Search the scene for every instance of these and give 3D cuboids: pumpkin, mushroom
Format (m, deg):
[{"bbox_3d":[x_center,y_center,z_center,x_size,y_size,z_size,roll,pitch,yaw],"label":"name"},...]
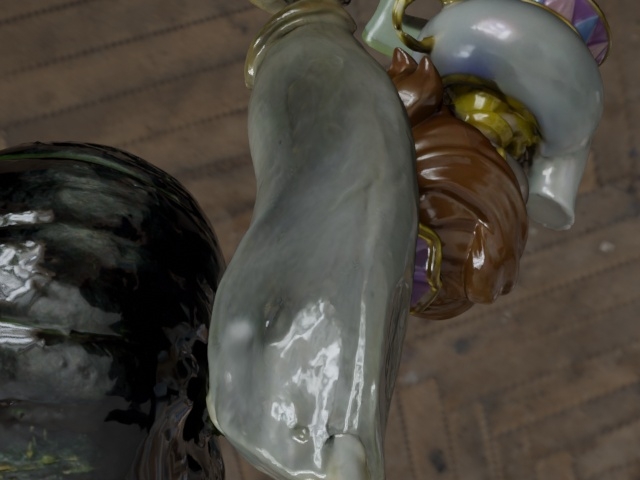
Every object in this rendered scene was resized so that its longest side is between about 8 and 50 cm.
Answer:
[{"bbox_3d":[-0.128,0.086,1.060,0.296,0.296,0.296,-6,106,-21],"label":"pumpkin"},{"bbox_3d":[0.002,-0.002,0.934,0.109,0.351,0.097,-25,132,27],"label":"mushroom"}]

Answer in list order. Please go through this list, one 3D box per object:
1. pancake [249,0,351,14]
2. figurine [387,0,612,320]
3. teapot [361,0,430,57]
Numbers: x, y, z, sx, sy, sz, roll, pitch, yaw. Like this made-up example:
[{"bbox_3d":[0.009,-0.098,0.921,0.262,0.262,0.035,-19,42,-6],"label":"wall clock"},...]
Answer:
[{"bbox_3d":[-0.015,-0.386,1.546,0.082,0.387,0.387,10,103,20],"label":"pancake"},{"bbox_3d":[0.091,-0.058,1.143,0.189,0.142,0.263,40,61,-11],"label":"figurine"},{"bbox_3d":[0.211,-0.323,1.846,0.239,0.239,0.321,22,87,-19],"label":"teapot"}]
